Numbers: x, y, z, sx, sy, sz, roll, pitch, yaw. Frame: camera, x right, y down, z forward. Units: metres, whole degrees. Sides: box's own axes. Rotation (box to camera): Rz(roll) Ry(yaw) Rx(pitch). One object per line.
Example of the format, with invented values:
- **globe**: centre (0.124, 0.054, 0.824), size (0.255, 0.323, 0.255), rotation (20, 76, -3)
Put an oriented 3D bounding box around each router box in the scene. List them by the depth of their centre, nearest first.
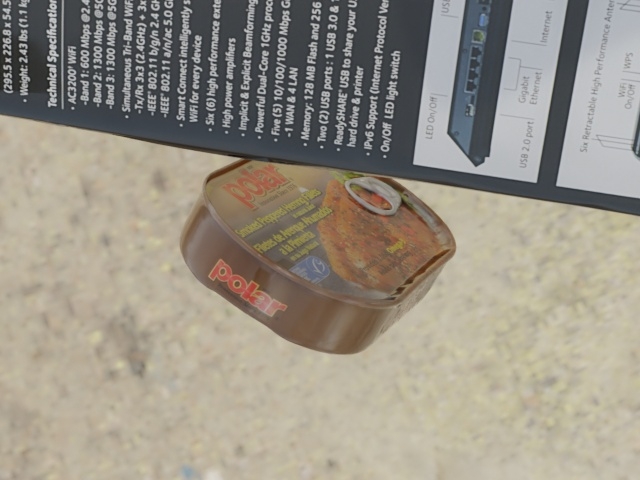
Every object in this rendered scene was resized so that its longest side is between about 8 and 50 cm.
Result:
- **router box**: centre (0.002, -0.125, 0.542), size (0.243, 0.309, 0.081), rotation (9, 119, 5)

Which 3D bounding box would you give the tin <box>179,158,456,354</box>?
- **tin**: centre (0.000, 0.000, 0.828), size (0.106, 0.190, 0.040), rotation (37, 111, 8)
